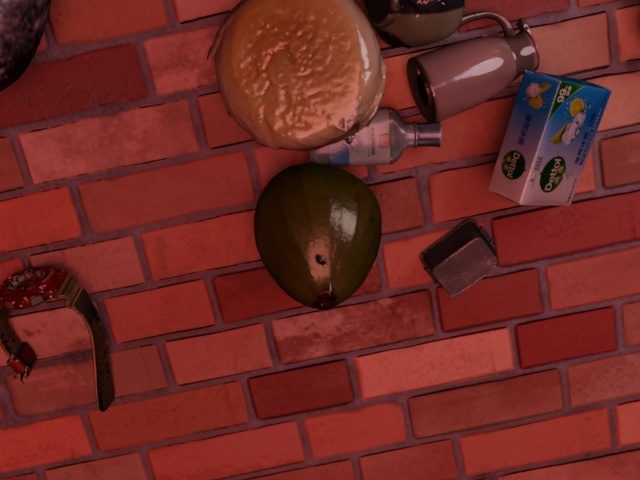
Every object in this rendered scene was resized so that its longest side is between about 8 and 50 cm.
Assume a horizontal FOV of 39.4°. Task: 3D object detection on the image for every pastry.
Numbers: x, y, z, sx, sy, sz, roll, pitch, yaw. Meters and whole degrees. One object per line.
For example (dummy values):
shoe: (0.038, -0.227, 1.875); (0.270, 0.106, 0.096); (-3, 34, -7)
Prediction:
pastry: (-0.032, -0.249, 1.304); (0.264, 0.133, 0.265); (0, 94, 3)

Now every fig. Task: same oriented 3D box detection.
fig: (0.000, 0.000, 1.371); (0.203, 0.225, 0.203); (-5, 135, -5)

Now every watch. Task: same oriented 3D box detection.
watch: (-0.444, 0.170, 1.483); (0.164, 0.102, 0.268); (-2, 119, 5)

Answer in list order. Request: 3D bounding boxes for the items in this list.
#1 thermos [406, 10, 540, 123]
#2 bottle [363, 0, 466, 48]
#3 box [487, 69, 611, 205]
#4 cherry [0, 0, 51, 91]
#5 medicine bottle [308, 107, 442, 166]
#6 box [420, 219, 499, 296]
thermos: (0.233, -0.274, 1.353); (0.193, 0.105, 0.137); (-22, 89, -6)
bottle: (0.140, -0.447, 1.249); (0.168, 0.168, 0.347); (-1, 112, -3)
box: (0.352, -0.155, 1.378); (0.139, 0.073, 0.194); (-2, 114, -41)
cherry: (-0.511, -0.325, 1.232); (0.255, 0.218, 0.296); (35, 91, -10)
medicine bottle: (0.084, -0.162, 1.402); (0.208, 0.054, 0.090); (-3, 107, -1)
box: (0.233, 0.033, 1.472); (0.122, 0.069, 0.084); (-38, 108, 10)
